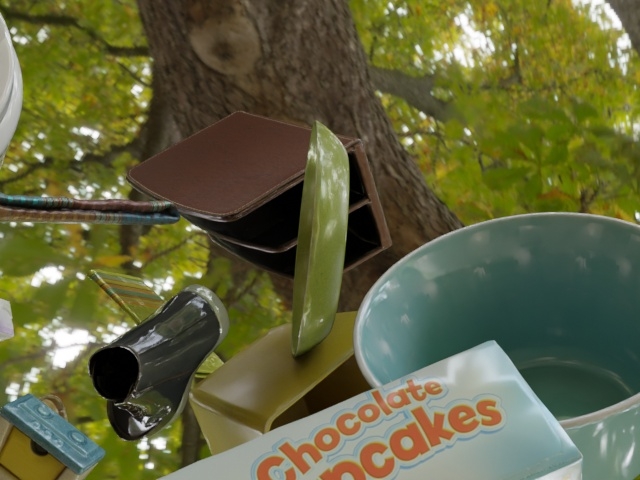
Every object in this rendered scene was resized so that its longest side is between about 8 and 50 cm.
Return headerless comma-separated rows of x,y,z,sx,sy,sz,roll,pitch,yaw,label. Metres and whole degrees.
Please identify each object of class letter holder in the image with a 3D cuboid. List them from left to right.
-0.094,-0.042,1.284,0.214,0.152,0.302,-31,-152,-24,letter holder

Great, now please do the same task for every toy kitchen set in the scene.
-0.265,0.138,0.700,0.166,0.207,0.122,36,-73,8,toy kitchen set

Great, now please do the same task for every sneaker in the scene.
-0.180,0.133,0.921,0.083,0.118,0.222,45,-50,14,sneaker

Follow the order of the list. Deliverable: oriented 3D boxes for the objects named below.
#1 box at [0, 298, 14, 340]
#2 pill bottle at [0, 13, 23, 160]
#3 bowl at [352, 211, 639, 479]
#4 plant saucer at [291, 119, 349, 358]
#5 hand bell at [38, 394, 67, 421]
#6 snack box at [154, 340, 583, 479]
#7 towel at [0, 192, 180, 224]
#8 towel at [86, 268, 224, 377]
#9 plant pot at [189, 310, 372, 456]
-0.565,0.090,1.426,0.067,0.324,0.063,-21,-111,13,box
-0.311,-0.105,0.742,0.161,0.283,0.161,2,-96,-21,pill bottle
0.199,0.122,0.906,0.312,0.163,0.311,-13,-149,8,bowl
0.000,0.000,0.995,0.037,0.241,0.240,5,-104,-5,plant saucer
-0.416,0.216,1.084,0.242,0.126,0.126,6,-102,11,hand bell
0.004,0.196,0.398,0.187,0.321,0.060,-21,-137,-13,snack box
-0.384,-0.039,1.115,0.370,0.271,0.040,2,-89,33,towel
-0.220,0.114,1.330,0.237,0.102,0.021,39,-76,35,towel
-0.016,0.200,1.066,0.187,0.212,0.212,9,-145,46,plant pot
